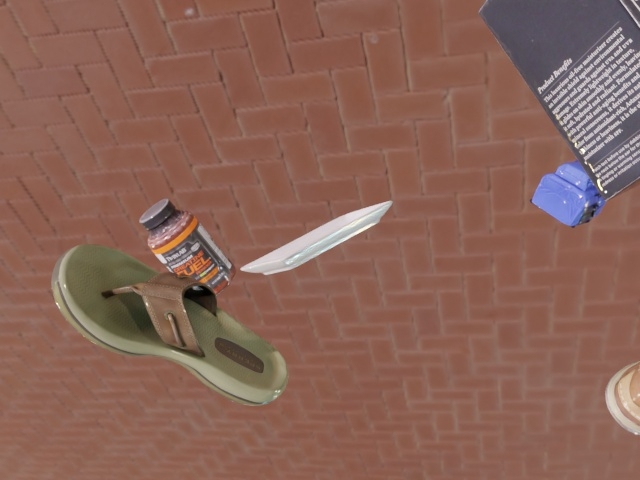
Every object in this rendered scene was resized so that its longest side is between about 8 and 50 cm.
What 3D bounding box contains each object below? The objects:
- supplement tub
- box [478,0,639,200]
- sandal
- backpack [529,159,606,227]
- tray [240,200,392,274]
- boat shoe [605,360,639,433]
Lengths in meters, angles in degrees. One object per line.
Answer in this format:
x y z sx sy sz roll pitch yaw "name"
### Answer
-0.257 0.016 1.423 0.106 0.106 0.198 -24 116 30 "supplement tub"
0.408 -0.248 0.906 0.296 0.294 0.183 -21 165 -29 "box"
-0.149 0.083 0.831 0.303 0.120 0.086 30 130 -26 "sandal"
0.442 -0.084 1.274 0.120 0.098 0.101 -12 137 -44 "backpack"
0.000 0.000 1.321 0.145 0.270 0.030 -16 100 54 "tray"
0.548 0.160 1.014 0.324 0.123 0.116 -29 155 -10 "boat shoe"
